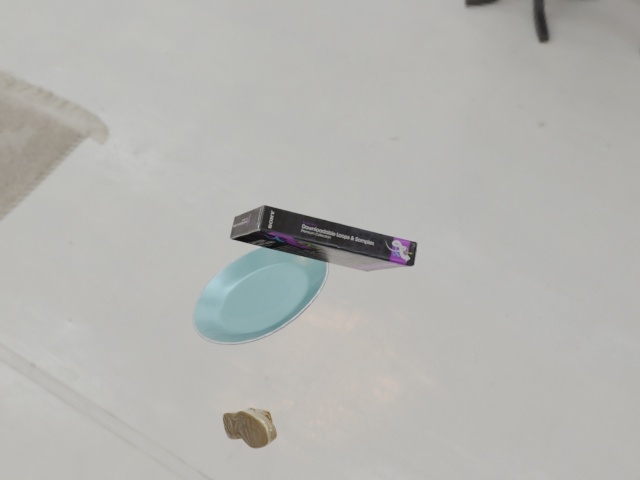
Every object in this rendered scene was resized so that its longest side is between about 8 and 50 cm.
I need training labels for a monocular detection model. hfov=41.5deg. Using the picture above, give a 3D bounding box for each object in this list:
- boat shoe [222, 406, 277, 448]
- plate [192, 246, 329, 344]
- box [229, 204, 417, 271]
[{"bbox_3d":[-0.106,0.300,1.388,0.059,0.170,0.063,-12,92,-28],"label":"boat shoe"},{"bbox_3d":[-0.073,0.068,1.063,0.188,0.024,0.188,-19,34,13],"label":"plate"},{"bbox_3d":[0.000,0.000,0.850,0.162,0.116,0.029,12,82,-19],"label":"box"}]
